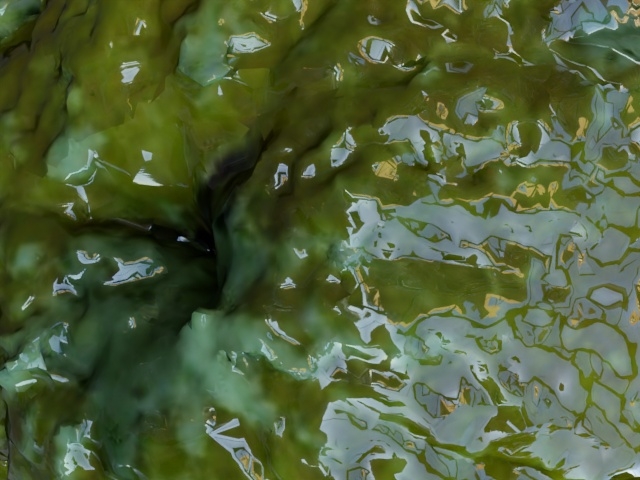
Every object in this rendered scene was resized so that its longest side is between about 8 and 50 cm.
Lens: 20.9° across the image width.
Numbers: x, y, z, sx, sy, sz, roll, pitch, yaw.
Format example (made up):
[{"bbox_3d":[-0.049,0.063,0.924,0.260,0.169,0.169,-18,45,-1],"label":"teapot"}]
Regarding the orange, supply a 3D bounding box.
[{"bbox_3d":[0.000,0.000,0.589,0.301,0.300,0.223,-50,156,18],"label":"orange"}]
